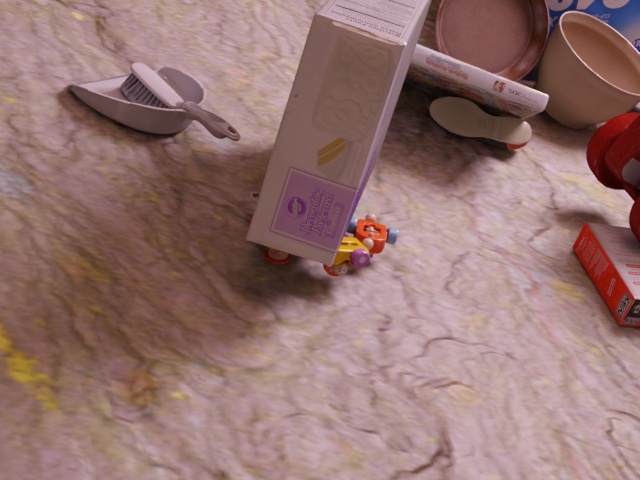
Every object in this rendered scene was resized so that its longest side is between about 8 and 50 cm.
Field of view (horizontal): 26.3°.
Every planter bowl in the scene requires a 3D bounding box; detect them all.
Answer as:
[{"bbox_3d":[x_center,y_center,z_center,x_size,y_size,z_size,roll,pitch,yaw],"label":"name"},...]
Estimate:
[{"bbox_3d":[0.364,-0.223,1.896,0.162,0.109,0.162,24,38,-20],"label":"planter bowl"}]

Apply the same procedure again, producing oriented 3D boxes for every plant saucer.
[{"bbox_3d":[0.227,-0.289,1.841,0.168,0.168,0.029,7,11,-21],"label":"plant saucer"}]

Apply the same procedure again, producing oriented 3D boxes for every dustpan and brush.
[{"bbox_3d":[-0.168,-0.154,1.555,0.211,0.060,0.147,41,38,27],"label":"dustpan and brush"}]

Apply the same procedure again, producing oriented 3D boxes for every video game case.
[{"bbox_3d":[0.174,-0.202,1.748,0.206,0.026,0.227,21,0,-1],"label":"video game case"}]

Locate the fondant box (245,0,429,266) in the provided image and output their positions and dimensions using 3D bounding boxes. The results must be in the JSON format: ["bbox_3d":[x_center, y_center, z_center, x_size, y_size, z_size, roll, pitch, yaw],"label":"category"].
[{"bbox_3d":[0.028,-0.144,1.436,0.096,0.238,0.330,20,22,3],"label":"fondant box"}]

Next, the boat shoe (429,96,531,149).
[{"bbox_3d":[0.207,-0.151,1.781,0.137,0.049,0.043,15,-6,3],"label":"boat shoe"}]

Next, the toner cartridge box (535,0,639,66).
[{"bbox_3d":[0.378,-0.338,1.952,0.348,0.165,0.075,-5,46,-11],"label":"toner cartridge box"}]

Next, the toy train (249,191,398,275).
[{"bbox_3d":[0.000,0.000,1.455,0.166,0.046,0.125,13,22,-6],"label":"toy train"}]

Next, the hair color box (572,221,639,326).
[{"bbox_3d":[0.357,0.040,1.595,0.072,0.043,0.141,7,35,-23],"label":"hair color box"}]

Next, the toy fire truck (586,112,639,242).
[{"bbox_3d":[0.492,-0.099,1.650,0.302,0.254,0.169,25,28,-33],"label":"toy fire truck"}]
